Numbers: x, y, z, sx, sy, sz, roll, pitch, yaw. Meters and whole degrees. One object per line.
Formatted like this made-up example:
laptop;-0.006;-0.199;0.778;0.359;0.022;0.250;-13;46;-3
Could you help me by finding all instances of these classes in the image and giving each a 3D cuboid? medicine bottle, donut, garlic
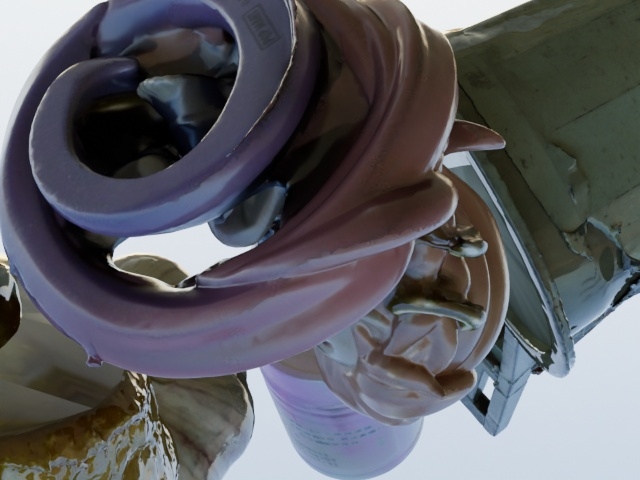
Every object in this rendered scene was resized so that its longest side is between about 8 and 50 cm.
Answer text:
medicine bottle;0.020;0.126;1.371;0.152;0.254;0.152;-4;-121;6
donut;-0.243;0.099;0.817;0.330;0.159;0.330;-3;-158;1
garlic;-0.157;0.150;1.128;0.245;0.253;0.245;-6;-121;11

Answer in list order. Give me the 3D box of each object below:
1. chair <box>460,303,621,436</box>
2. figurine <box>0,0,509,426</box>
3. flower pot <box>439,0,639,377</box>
chair;0.155;0.028;1.065;0.147;0.270;0.136;-37;-111;-11
figurine;0.003;-0.009;0.370;0.157;0.114;0.126;22;-160;-36
flower pot;0.160;-0.058;0.748;0.203;0.212;0.212;-26;-132;-3
